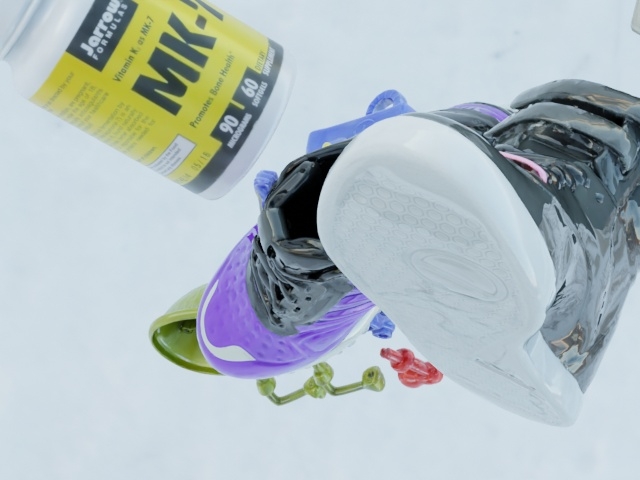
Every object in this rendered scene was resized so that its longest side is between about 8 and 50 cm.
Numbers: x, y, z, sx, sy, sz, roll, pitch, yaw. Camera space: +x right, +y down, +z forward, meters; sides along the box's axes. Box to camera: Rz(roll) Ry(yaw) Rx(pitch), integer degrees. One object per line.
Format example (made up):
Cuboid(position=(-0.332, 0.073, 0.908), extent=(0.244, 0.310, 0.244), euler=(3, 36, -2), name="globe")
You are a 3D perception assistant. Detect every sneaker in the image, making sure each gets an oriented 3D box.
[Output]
Cuboid(position=(0.088, -0.027, 0.803), extent=(0.147, 0.104, 0.296), euler=(-65, 156, -14), name="sneaker")
Cuboid(position=(0.000, -0.001, 1.080), extent=(0.146, 0.293, 0.102), euler=(-4, 65, -51), name="sneaker")

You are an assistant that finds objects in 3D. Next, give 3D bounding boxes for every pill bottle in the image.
Cuboid(position=(-0.131, -0.125, 1.193), extent=(0.208, 0.119, 0.119), euler=(29, 84, -17), name="pill bottle")

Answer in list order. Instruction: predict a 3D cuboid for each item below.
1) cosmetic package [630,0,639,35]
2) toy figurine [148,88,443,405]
Cuboid(position=(0.330, -0.128, 0.960), extent=(0.129, 0.296, 0.153), euler=(-20, 134, -37), name="cosmetic package")
Cuboid(position=(0.038, -0.010, 1.444), extent=(0.191, 0.362, 0.217), euler=(25, 63, -38), name="toy figurine")
